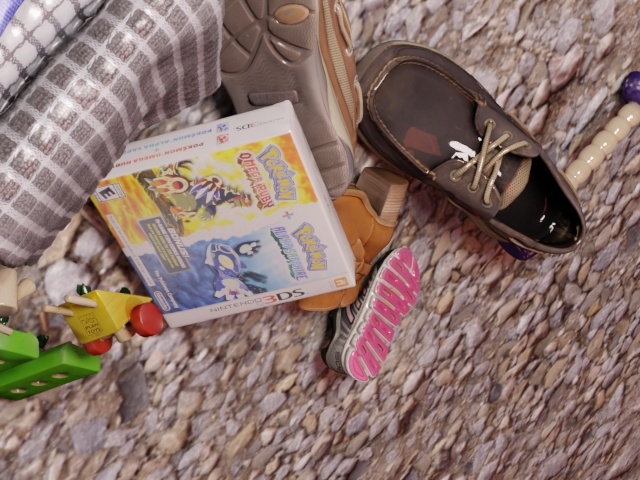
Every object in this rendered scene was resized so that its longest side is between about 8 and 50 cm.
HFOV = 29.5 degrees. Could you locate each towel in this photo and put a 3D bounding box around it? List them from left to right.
[{"bbox_3d":[-0.174,-0.094,0.848,0.235,0.121,0.283,-52,-178,-6],"label":"towel"}]

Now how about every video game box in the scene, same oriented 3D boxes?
[{"bbox_3d":[-0.083,-0.016,1.075,0.187,0.048,0.205,-15,135,9],"label":"video game box"}]

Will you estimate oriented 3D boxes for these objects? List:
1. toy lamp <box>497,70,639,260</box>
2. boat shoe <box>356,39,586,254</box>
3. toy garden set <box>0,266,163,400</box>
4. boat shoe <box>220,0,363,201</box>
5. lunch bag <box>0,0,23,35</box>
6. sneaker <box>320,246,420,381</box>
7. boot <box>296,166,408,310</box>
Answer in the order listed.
[{"bbox_3d":[0.318,-0.088,1.473,0.275,0.080,0.080,-47,139,-11],"label":"toy lamp"},{"bbox_3d":[0.171,-0.092,1.269,0.355,0.130,0.132,30,91,-41],"label":"boat shoe"},{"bbox_3d":[-0.266,0.060,0.949,0.244,0.203,0.049,23,53,-49],"label":"toy garden set"},{"bbox_3d":[-0.034,-0.186,1.055,0.116,0.123,0.324,-65,152,-47],"label":"boat shoe"},{"bbox_3d":[-0.241,-0.333,0.654,0.385,0.239,0.328,-59,138,-12],"label":"lunch bag"},{"bbox_3d":[0.050,0.078,1.337,0.063,0.074,0.170,44,59,-32],"label":"sneaker"},{"bbox_3d":[0.000,0.000,1.227,0.197,0.073,0.152,4,116,-43],"label":"boot"}]
